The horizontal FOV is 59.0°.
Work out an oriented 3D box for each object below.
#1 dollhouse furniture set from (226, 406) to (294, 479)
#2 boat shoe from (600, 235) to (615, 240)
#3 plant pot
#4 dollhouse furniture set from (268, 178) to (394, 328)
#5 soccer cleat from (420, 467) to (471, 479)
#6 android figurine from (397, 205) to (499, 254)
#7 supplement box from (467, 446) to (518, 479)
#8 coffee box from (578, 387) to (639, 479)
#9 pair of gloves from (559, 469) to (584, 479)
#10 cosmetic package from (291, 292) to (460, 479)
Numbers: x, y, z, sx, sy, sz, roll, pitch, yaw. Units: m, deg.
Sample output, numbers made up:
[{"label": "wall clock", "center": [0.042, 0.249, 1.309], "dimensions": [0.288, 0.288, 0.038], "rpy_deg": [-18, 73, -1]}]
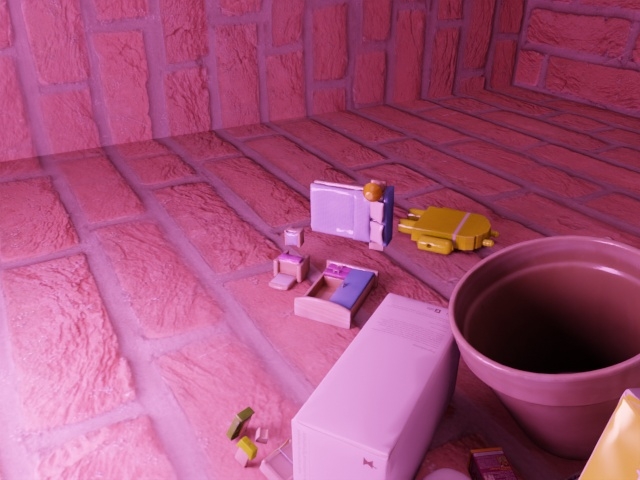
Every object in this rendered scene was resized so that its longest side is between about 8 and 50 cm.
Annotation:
[{"label": "dollhouse furniture set", "center": [-0.091, 0.352, 0.936], "dimensions": [0.152, 0.058, 0.076], "rpy_deg": [39, 35, 22]}, {"label": "boat shoe", "center": [0.735, 0.078, 1.408], "dimensions": [0.095, 0.095, 0.257], "rpy_deg": [-15, 23, 1]}, {"label": "plant pot", "center": [0.401, 0.193, 0.919], "dimensions": [0.324, 0.280, 0.323], "rpy_deg": [-18, 31, 11]}, {"label": "dollhouse furniture set", "center": [0.000, 0.000, 1.301], "dimensions": [0.287, 0.303, 0.198], "rpy_deg": [12, 29, 20]}, {"label": "soccer cleat", "center": [0.136, 0.396, 0.727], "dimensions": [0.116, 0.143, 0.331], "rpy_deg": [16, 32, 27]}, {"label": "android figurine", "center": [0.370, -0.034, 1.631], "dimensions": [0.273, 0.056, 0.248], "rpy_deg": [12, 30, 22]}, {"label": "supplement box", "center": [0.271, 0.370, 0.883], "dimensions": [0.055, 0.043, 0.083], "rpy_deg": [-2, 27, -5]}, {"label": "coffee box", "center": [0.434, 0.359, 0.503], "dimensions": [0.335, 0.337, 0.338], "rpy_deg": [6, 21, -30]}, {"label": "pair of gloves", "center": [0.360, 0.372, 0.770], "dimensions": [0.240, 0.204, 0.042], "rpy_deg": [-12, 74, -28]}, {"label": "cosmetic package", "center": [0.108, 0.266, 0.919], "dimensions": [0.155, 0.196, 0.365], "rpy_deg": [15, 30, 25]}]
